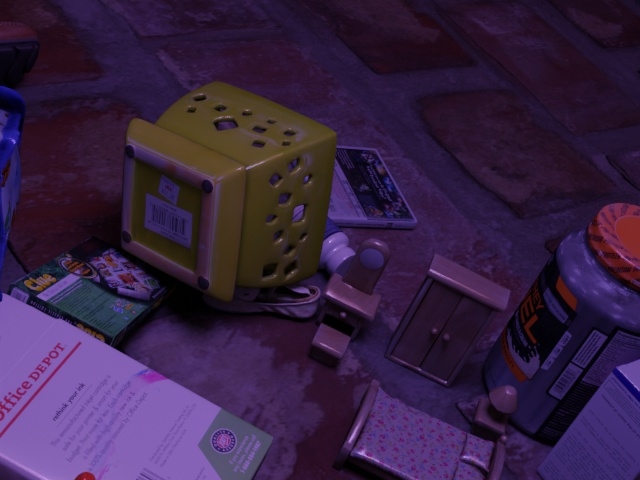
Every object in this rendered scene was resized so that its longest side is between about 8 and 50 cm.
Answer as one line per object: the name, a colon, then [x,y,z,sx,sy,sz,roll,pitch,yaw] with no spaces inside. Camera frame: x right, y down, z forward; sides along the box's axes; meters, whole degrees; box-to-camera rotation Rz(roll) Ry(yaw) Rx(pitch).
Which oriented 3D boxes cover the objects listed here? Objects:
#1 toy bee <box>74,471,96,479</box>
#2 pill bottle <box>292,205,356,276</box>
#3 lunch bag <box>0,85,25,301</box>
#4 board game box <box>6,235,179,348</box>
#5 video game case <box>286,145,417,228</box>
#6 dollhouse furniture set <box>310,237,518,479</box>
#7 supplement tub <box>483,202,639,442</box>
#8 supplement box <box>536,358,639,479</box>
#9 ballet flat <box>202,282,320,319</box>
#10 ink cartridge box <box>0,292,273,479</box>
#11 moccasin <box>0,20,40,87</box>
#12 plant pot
toy bee: [-0.235,0.300,1.003,0.298,0.195,0.162,5,38,-28]
pill bottle: [0.000,0.000,1.647,0.067,0.067,0.120,-18,55,-42]
lunch bag: [-0.517,-0.088,1.296,0.328,0.239,0.385,8,10,-14]
board game box: [-0.275,0.061,1.374,0.136,0.030,0.260,30,16,3]
video game case: [0.049,-0.090,1.822,0.173,0.022,0.190,2,42,-28]
dollhouse furniture set: [0.111,0.187,1.400,0.303,0.174,0.355,26,37,2]
supplement tub: [0.371,0.114,1.517,0.193,0.316,0.193,16,37,-13]
supplement box: [0.396,0.261,1.436,0.111,0.220,0.114,-11,49,-39]
ballet flat: [-0.079,0.071,1.529,0.168,0.052,0.057,7,40,-22]
ink cartridge box: [-0.256,0.224,1.187,0.353,0.119,0.207,29,38,4]
moccasin: [-0.585,-0.263,1.586,0.380,0.139,0.147,-20,64,-32]
plant pot: [-0.135,-0.058,1.467,0.228,0.227,0.207,25,31,29]
